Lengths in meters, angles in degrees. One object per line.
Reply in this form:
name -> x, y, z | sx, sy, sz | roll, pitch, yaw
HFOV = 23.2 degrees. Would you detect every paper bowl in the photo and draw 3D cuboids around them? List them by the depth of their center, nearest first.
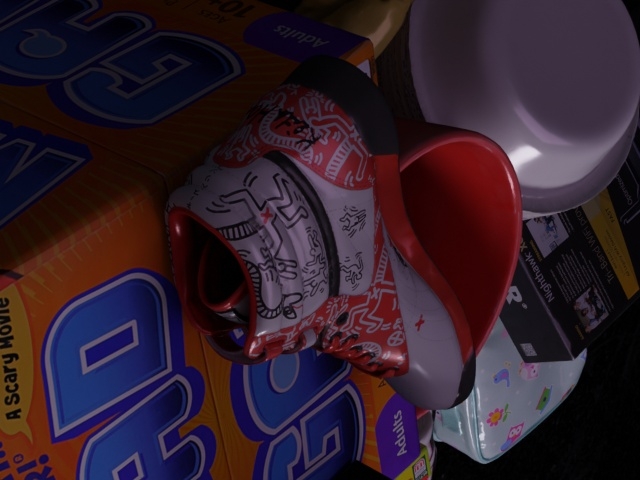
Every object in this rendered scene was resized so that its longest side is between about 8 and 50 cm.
paper bowl -> 0.188, -0.163, 1.478 | 0.284, 0.148, 0.284 | 5, 81, -31

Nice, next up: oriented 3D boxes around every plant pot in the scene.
plant pot -> 0.000, 0.000, 1.356 | 0.275, 0.243, 0.275 | -27, 128, -40

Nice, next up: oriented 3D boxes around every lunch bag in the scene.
lunch bag -> 0.196, 0.101, 1.764 | 0.224, 0.108, 0.279 | -35, 133, -30

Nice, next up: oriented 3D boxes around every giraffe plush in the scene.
giraffe plush -> 0.001, -0.245, 1.299 | 0.170, 0.210, 0.181 | 41, 53, -19

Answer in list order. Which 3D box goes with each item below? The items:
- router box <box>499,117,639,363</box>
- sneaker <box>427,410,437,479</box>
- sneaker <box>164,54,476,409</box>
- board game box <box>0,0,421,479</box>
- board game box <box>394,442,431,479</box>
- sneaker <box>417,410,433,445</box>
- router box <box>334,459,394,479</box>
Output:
router box -> 0.243, -0.064, 1.640 | 0.243, 0.081, 0.309 | -37, 105, -32
sneaker -> 0.100, 0.230, 1.765 | 0.077, 0.072, 0.178 | -33, 142, -49
sneaker -> -0.002, 0.037, 0.909 | 0.145, 0.090, 0.270 | -44, 135, -26
board game box -> -0.191, 0.048, 1.054 | 0.356, 0.356, 0.356 | -37, 134, -33
board game box -> 0.009, 0.206, 1.532 | 0.092, 0.181, 0.043 | -39, 136, -31
sneaker -> 0.008, 0.298, 1.658 | 0.292, 0.108, 0.169 | -35, 136, -20
router box -> 0.018, 0.235, 1.003 | 0.179, 0.133, 0.046 | -40, 136, -30
